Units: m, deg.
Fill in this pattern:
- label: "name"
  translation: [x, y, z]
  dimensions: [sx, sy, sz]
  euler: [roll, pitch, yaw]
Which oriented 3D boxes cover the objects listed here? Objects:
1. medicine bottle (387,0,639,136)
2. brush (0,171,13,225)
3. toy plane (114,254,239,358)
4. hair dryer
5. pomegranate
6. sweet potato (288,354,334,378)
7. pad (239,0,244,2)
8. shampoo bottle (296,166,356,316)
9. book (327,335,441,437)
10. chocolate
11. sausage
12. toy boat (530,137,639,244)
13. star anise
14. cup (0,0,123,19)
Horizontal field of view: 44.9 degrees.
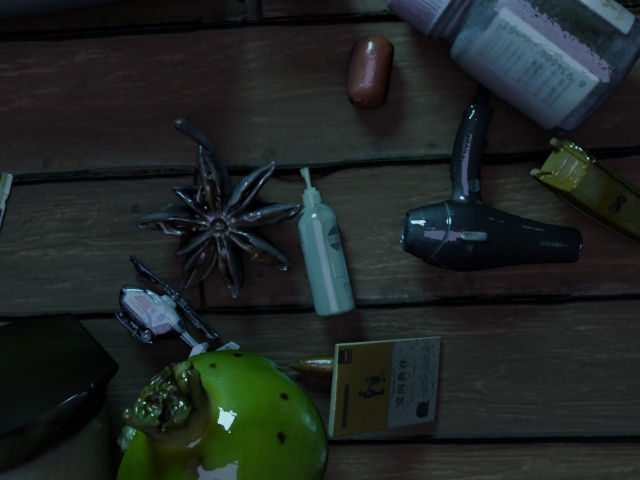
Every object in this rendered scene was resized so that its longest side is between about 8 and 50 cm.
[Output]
- label: "medicine bottle"
  translation: [0.231, -0.263, 0.923]
  dimensions: [0.273, 0.165, 0.165]
  euler: [37, 96, 1]
- label: "brush"
  translation: [-0.437, -0.052, 1.055]
  dimensions: [0.016, 0.013, 0.083]
  euler: [17, 94, 4]
- label: "toy plane"
  translation: [-0.203, 0.111, 1.037]
  dimensions: [0.197, 0.053, 0.078]
  euler: [40, 87, 3]
- label: "hair dryer"
  translation: [0.226, -0.093, 0.984]
  dimensions: [0.236, 0.091, 0.271]
  euler: [4, 91, -6]
- label: "pomegranate"
  translation: [-0.126, 0.245, 0.914]
  dimensions: [0.261, 0.340, 0.260]
  euler: [-7, 58, 11]
- label: "sweet potato"
  translation: [0.004, 0.169, 1.037]
  dimensions: [0.095, 0.034, 0.034]
  euler: [-1, 95, 1]
- label: "pad"
  translation: [-0.175, -0.407, 0.838]
  dimensions: [0.007, 0.367, 0.247]
  euler: [-7, 96, 19]
- label: "shampoo bottle"
  translation: [0.000, 0.000, 1.012]
  dimensions: [0.056, 0.056, 0.195]
  euler: [-13, 95, 4]
- label: "book"
  translation: [0.086, 0.185, 0.994]
  dimensions: [0.172, 0.012, 0.118]
  euler: [0, 96, -35]
- label: "chocolate"
  translation: [-0.390, 0.288, 0.951]
  dimensions: [0.326, 0.314, 0.296]
  euler: [-26, 115, -26]
- label: "sausage"
  translation: [0.062, -0.216, 0.988]
  dimensions: [0.054, 0.059, 0.094]
  euler: [9, 98, 9]
- label: "toy boat"
  translation: [0.354, -0.056, 0.963]
  dimensions: [0.226, 0.088, 0.068]
  euler: [27, 101, -23]
- label: "star anise"
  translation: [-0.130, -0.039, 1.000]
  dimensions: [0.209, 0.089, 0.231]
  euler: [6, 100, -5]
- label: "cup"
  translation: [-0.348, -0.390, 0.901]
  dimensions: [0.372, 0.253, 0.253]
  euler: [-9, 94, 6]
